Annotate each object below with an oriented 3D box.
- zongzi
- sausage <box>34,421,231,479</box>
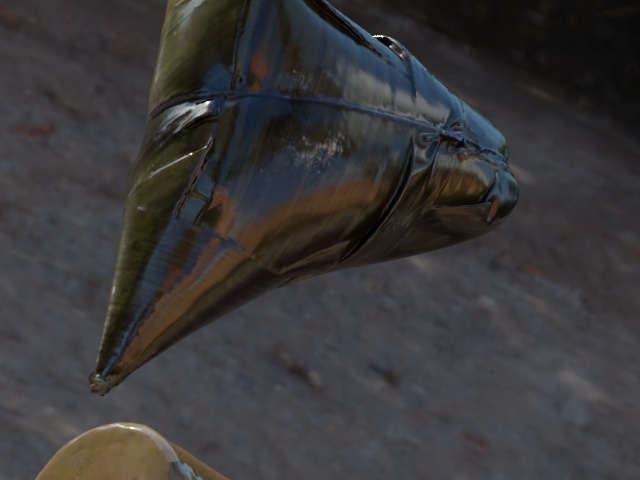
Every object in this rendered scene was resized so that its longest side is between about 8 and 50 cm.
[{"bbox_3d":[0.000,0.000,0.868,0.221,0.242,0.112,27,-29,-31],"label":"zongzi"},{"bbox_3d":[0.015,0.134,0.562,0.066,0.066,0.301,36,-2,44],"label":"sausage"}]
